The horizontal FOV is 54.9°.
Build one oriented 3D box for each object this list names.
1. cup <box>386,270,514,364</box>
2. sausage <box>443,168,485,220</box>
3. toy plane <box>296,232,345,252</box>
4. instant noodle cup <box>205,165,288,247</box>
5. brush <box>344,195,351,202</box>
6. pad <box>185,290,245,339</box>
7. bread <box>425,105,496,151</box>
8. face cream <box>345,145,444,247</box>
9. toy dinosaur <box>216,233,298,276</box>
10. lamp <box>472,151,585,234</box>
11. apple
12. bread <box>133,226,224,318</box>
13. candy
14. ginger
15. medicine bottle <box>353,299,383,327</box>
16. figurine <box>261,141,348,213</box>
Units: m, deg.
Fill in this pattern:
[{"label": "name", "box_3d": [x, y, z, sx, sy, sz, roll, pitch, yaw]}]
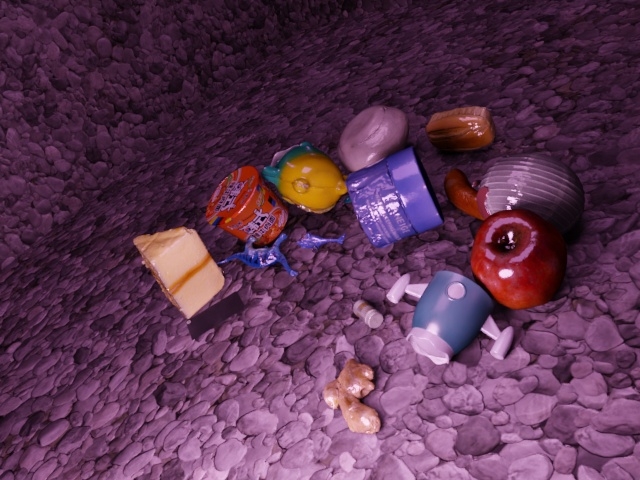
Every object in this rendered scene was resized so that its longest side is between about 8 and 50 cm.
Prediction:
[{"label": "cup", "box_3d": [0.286, 0.184, 1.409, 0.299, 0.168, 0.173, 28, 67, 24]}, {"label": "sausage", "box_3d": [0.444, -0.130, 1.823, 0.102, 0.076, 0.302, -24, 32, -9]}, {"label": "toy plane", "box_3d": [0.000, 0.000, 1.987, 0.167, 0.062, 0.054, -2, 38, 19]}, {"label": "instant noodle cup", "box_3d": [-0.247, -0.105, 2.150, 0.250, 0.192, 0.250, -27, 41, 27]}, {"label": "brush", "box_3d": [0.170, -0.170, 2.139, 0.193, 0.032, 0.043, -27, 34, 24]}, {"label": "pad", "box_3d": [-0.334, 0.235, 1.948, 0.193, 0.004, 0.116, -30, 32, -6]}, {"label": "bread", "box_3d": [0.473, -0.373, 2.094, 0.236, 0.140, 0.106, 0, 44, 41]}, {"label": "face cream", "box_3d": [0.219, -0.122, 1.822, 0.225, 0.249, 0.249, -24, 31, 16]}, {"label": "toy dinosaur", "box_3d": [-0.188, 0.046, 2.049, 0.329, 0.076, 0.144, 8, 52, 29]}, {"label": "lamp", "box_3d": [0.529, -0.105, 1.569, 0.233, 0.265, 0.233, -61, 9, 16]}, {"label": "apple", "box_3d": [0.457, 0.049, 1.415, 0.233, 0.234, 0.234, -19, 32, 13]}, {"label": "bread", "box_3d": [-0.474, 0.079, 2.040, 0.198, 0.264, 0.236, -39, 33, -24]}, {"label": "candy", "box_3d": [0.201, -0.357, 2.237, 0.295, 0.185, 0.296, -28, 38, 25]}, {"label": "ginger", "box_3d": [0.085, 0.351, 1.408, 0.133, 0.059, 0.214, -40, 32, -11]}, {"label": "medicine bottle", "box_3d": [0.125, 0.193, 1.621, 0.047, 0.047, 0.083, -35, 31, -12]}, {"label": "figurine", "box_3d": [-0.042, -0.224, 2.174, 0.323, 0.232, 0.340, 0, 18, -23]}]
